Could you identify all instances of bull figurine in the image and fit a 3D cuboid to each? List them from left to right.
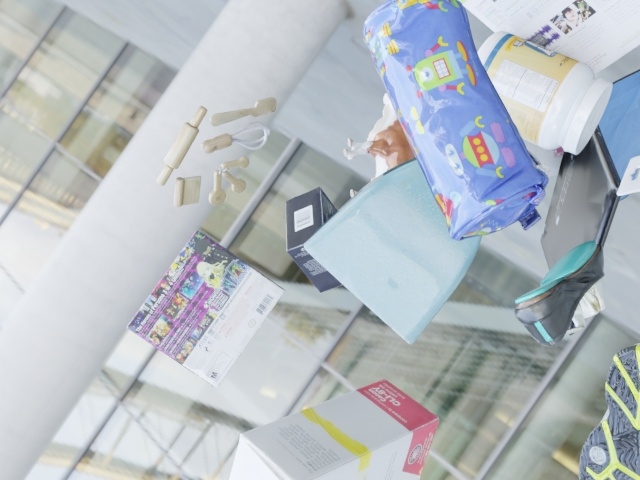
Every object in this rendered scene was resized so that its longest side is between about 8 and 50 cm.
[{"bbox_3d":[0.158,-0.187,2.029,0.101,0.189,0.310,-148,46,-74],"label":"bull figurine"}]

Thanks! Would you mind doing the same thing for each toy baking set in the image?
[{"bbox_3d":[-0.189,-0.170,1.602,0.197,0.256,0.030,11,-157,-49],"label":"toy baking set"}]

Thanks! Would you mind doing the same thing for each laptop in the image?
[{"bbox_3d":[0.583,-0.093,1.671,0.407,0.237,0.381,-91,1,-45],"label":"laptop"}]

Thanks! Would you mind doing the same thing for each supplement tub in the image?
[{"bbox_3d":[0.340,-0.231,1.368,0.200,0.144,0.144,29,177,20],"label":"supplement tub"}]

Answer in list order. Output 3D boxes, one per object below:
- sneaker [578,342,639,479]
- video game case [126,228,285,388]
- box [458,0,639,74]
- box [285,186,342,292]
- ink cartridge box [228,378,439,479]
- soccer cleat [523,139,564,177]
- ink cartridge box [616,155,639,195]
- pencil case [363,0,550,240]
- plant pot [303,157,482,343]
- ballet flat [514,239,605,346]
[{"bbox_3d":[0.641,0.382,1.751,0.147,0.384,0.145,-8,-151,-40],"label":"sneaker"},{"bbox_3d":[-0.218,0.130,1.663,0.210,0.232,0.042,35,174,-6],"label":"video game case"},{"bbox_3d":[0.369,-0.398,1.364,0.322,0.058,0.232,34,139,-20],"label":"box"},{"bbox_3d":[0.000,0.000,1.874,0.158,0.093,0.156,52,-156,-40],"label":"box"},{"bbox_3d":[0.012,0.451,1.609,0.385,0.279,0.160,-11,-145,-44],"label":"ink cartridge box"},{"bbox_3d":[0.392,-0.187,1.817,0.331,0.116,0.143,24,-135,-25],"label":"soccer cleat"},{"bbox_3d":[0.498,-0.081,1.146,0.180,0.104,0.060,-12,118,40],"label":"ink cartridge box"},{"bbox_3d":[0.160,-0.149,1.019,0.306,0.133,0.119,67,-166,15],"label":"pencil case"},{"bbox_3d":[0.155,-0.012,1.524,0.247,0.252,0.248,43,-170,-1],"label":"plant pot"},{"bbox_3d":[0.374,0.087,1.318,0.280,0.095,0.096,-28,-92,-49],"label":"ballet flat"}]
